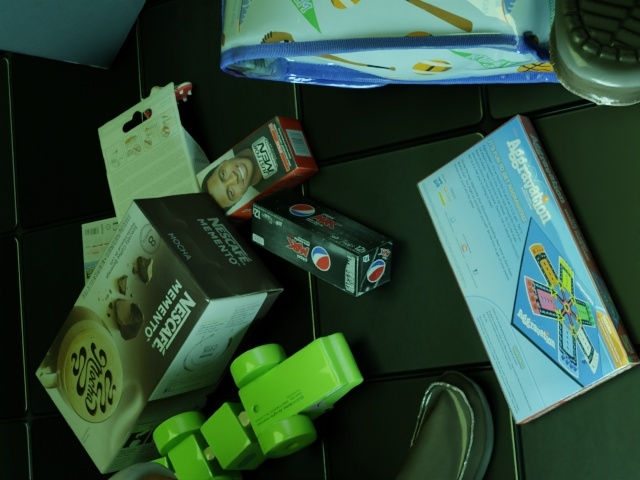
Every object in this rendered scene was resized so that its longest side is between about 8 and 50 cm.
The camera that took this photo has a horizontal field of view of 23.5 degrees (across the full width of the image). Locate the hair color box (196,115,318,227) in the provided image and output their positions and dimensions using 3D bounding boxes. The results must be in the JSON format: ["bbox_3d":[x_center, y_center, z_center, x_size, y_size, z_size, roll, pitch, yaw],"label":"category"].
[{"bbox_3d":[-0.075,-0.079,1.785,0.141,0.043,0.072,-34,68,33],"label":"hair color box"}]

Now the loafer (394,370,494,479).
[{"bbox_3d":[0.119,0.244,1.583,0.080,0.078,0.220,11,94,39],"label":"loafer"}]

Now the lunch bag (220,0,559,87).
[{"bbox_3d":[0.077,-0.324,1.559,0.385,0.239,0.328,1,85,29],"label":"lunch bag"}]

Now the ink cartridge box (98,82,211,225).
[{"bbox_3d":[-0.198,-0.082,1.888,0.145,0.045,0.179,-27,67,35],"label":"ink cartridge box"}]

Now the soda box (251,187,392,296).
[{"bbox_3d":[0.000,0.000,1.702,0.169,0.060,0.053,28,128,37],"label":"soda box"}]

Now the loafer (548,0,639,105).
[{"bbox_3d":[0.283,-0.216,1.370,0.134,0.366,0.130,20,132,9],"label":"loafer"}]

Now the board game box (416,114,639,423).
[{"bbox_3d":[0.206,0.029,1.563,0.145,0.027,0.281,-34,67,33],"label":"board game box"}]

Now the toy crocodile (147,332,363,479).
[{"bbox_3d":[-0.084,0.217,1.745,0.340,0.105,0.115,-40,63,24],"label":"toy crocodile"}]

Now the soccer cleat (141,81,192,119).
[{"bbox_3d":[-0.191,-0.179,1.896,0.083,0.029,0.035,-33,71,37],"label":"soccer cleat"}]

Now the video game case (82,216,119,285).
[{"bbox_3d":[-0.268,0.034,1.952,0.087,0.011,0.122,-10,80,37],"label":"video game case"}]

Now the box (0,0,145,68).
[{"bbox_3d":[-0.427,-0.421,1.933,0.395,0.293,0.212,44,114,32],"label":"box"}]

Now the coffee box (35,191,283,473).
[{"bbox_3d":[-0.194,0.108,1.793,0.168,0.119,0.297,51,125,26],"label":"coffee box"}]

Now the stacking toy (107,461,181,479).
[{"bbox_3d":[-0.004,0.412,1.526,0.480,0.350,0.350,3,88,15],"label":"stacking toy"}]
